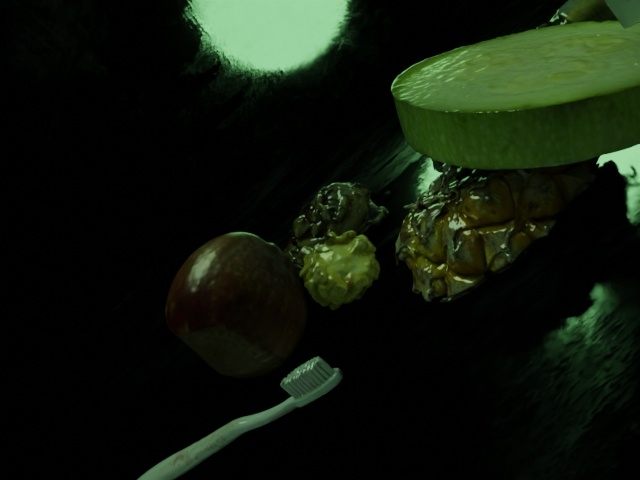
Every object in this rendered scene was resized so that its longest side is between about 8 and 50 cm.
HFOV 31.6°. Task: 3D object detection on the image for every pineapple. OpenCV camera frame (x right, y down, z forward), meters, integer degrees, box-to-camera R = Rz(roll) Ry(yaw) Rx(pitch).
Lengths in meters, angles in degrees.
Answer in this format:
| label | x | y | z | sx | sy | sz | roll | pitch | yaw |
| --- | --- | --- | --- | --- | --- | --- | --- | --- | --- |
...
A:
| label | x | y | z | sx | sy | sz | roll | pitch | yaw |
| --- | --- | --- | --- | --- | --- | --- | --- | --- | --- |
| pineapple | 0.139 | -0.037 | 0.934 | 0.225 | 0.076 | 0.225 | -41 | 11 | 10 |

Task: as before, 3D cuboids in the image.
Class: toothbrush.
| label | x | y | z | sx | sy | sz | roll | pitch | yaw |
| --- | --- | --- | --- | --- | --- | --- | --- | --- | --- |
| toothbrush | -0.092 | 0.176 | 1.020 | 0.307 | 0.029 | 0.025 | -35 | 19 | 35 |

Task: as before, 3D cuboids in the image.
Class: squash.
| label | x | y | z | sx | sy | sz | roll | pitch | yaw |
| --- | --- | --- | --- | --- | --- | --- | --- | --- | --- |
| squash | 0.184 | -0.124 | 0.899 | 0.252 | 0.049 | 0.252 | -12 | 21 | 5 |

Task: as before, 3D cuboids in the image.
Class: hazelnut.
| label | x | y | z | sx | sy | sz | roll | pitch | yaw |
| --- | --- | --- | --- | --- | --- | --- | --- | --- | --- |
| hazelnut | -0.078 | 0.063 | 1.120 | 0.143 | 0.154 | 0.143 | -21 | 46 | 23 |

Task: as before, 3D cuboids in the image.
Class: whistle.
| label | x | y | z | sx | sy | sz | roll | pitch | yaw |
| --- | --- | --- | --- | --- | --- | --- | --- | --- | --- |
| whistle | 0.242 | -0.199 | 1.310 | 0.326 | 0.057 | 0.068 | -43 | -35 | -11 |

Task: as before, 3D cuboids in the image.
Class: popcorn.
| label | x | y | z | sx | sy | sz | roll | pitch | yaw |
| --- | --- | --- | --- | --- | --- | --- | --- | --- | --- |
| popcorn | 0.017 | 0.027 | 1.124 | 0.057 | 0.083 | 0.082 | 94 | -165 | -65 |

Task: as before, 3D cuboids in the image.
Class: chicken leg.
| label | x | y | z | sx | sy | sz | roll | pitch | yaw |
| --- | --- | --- | --- | --- | --- | --- | --- | --- | --- |
| chicken leg | -0.003 | 0.002 | 1.356 | 0.196 | 0.080 | 0.125 | -44 | -4 | 32 |

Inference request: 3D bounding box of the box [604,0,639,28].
| label | x | y | z | sx | sy | sz | roll | pitch | yaw |
| --- | --- | --- | --- | --- | --- | --- | --- | --- | --- |
| box | 0.273 | -0.294 | 0.738 | 0.106 | 0.200 | 0.299 | -44 | 11 | -31 |
